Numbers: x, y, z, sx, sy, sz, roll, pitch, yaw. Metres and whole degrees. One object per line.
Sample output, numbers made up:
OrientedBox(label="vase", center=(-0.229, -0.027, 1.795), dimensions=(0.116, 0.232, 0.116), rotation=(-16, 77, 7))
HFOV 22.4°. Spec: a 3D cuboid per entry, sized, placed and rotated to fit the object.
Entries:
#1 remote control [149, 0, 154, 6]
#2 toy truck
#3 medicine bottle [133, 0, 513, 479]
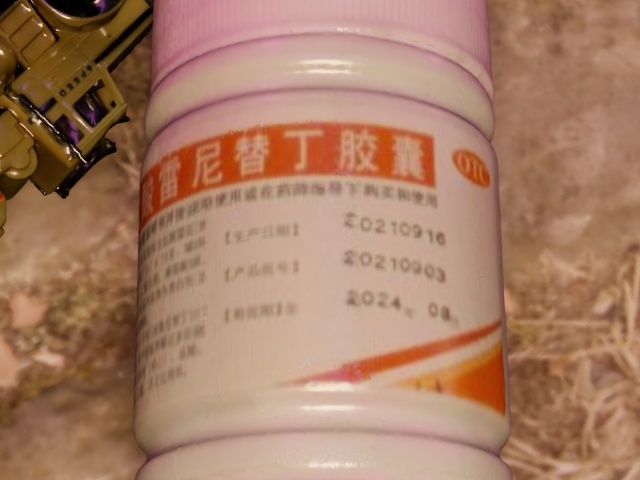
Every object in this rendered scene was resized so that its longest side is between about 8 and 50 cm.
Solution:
OrientedBox(label="remote control", center=(-0.040, -0.235, 1.067), dimensions=(0.098, 0.038, 0.234), rotation=(15, 67, -2))
OrientedBox(label="toy truck", center=(-0.190, -0.063, 0.941), dimensions=(0.127, 0.127, 0.257), rotation=(40, 68, -8))
OrientedBox(label="medicine bottle", center=(0.000, 0.000, 0.895), dimensions=(0.202, 0.202, 0.316), rotation=(2, 69, -7))
